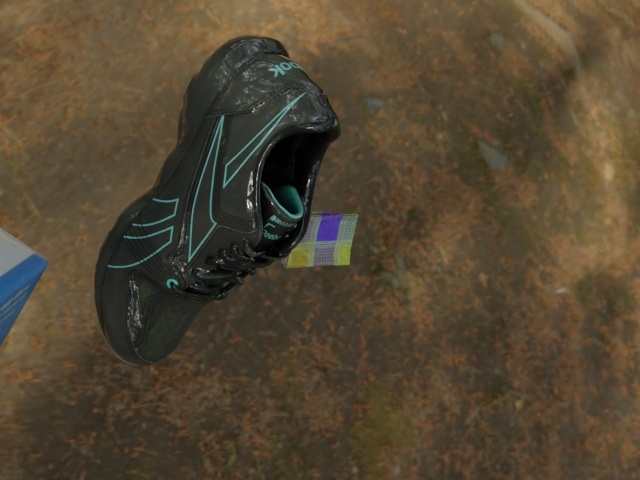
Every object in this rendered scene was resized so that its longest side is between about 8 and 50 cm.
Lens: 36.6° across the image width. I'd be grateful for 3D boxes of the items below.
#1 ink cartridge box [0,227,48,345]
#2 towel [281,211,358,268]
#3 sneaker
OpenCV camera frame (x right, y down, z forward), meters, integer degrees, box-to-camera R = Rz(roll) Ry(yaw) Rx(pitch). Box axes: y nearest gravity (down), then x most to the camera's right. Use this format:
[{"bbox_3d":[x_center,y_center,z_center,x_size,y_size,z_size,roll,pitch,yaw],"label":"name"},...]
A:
[{"bbox_3d":[-0.252,0.078,0.360,0.168,0.233,0.171,33,18,-3],"label":"ink cartridge box"},{"bbox_3d":[0.000,0.000,0.974,0.083,0.009,0.060,-1,112,-34],"label":"towel"},{"bbox_3d":[-0.077,-0.010,0.687,0.106,0.267,0.101,39,23,30],"label":"sneaker"}]
